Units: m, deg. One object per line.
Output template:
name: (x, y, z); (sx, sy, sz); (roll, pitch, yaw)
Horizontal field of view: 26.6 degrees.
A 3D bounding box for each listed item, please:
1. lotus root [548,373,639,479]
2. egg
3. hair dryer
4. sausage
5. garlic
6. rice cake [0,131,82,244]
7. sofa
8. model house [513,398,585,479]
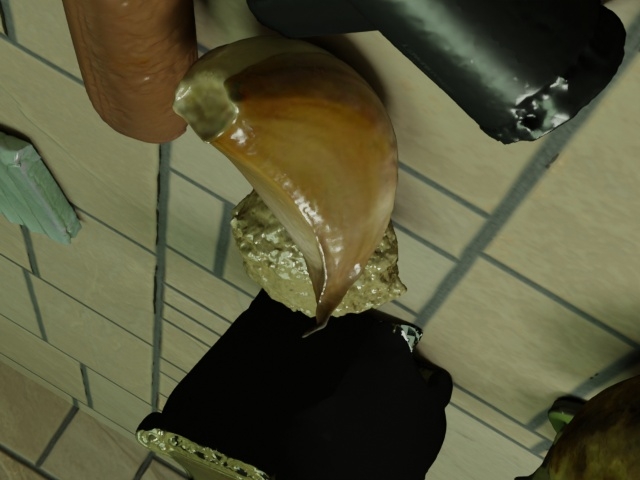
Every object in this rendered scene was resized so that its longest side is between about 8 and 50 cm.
lotus root: (0.276, 0.169, 0.992); (0.169, 0.141, 0.314); (33, 152, -11)
egg: (0.000, 0.000, 1.030); (0.140, 0.116, 0.118); (27, -173, -31)
hair dryer: (0.018, -0.139, 0.729); (0.197, 0.089, 0.251); (39, 166, -21)
sausage: (-0.126, -0.149, 0.902); (0.086, 0.086, 0.289); (29, 162, 9)
garlic: (-0.006, -0.058, 0.903); (0.128, 0.115, 0.207); (-100, -17, -55)
rice cake: (-0.360, -0.076, 1.508); (0.189, 0.037, 0.198); (21, 158, 27)
sofa: (-0.018, 0.190, 1.317); (0.200, 0.258, 0.182); (16, 142, 35)
model house: (0.254, 0.321, 1.192); (0.218, 0.279, 0.205); (19, 159, 36)
